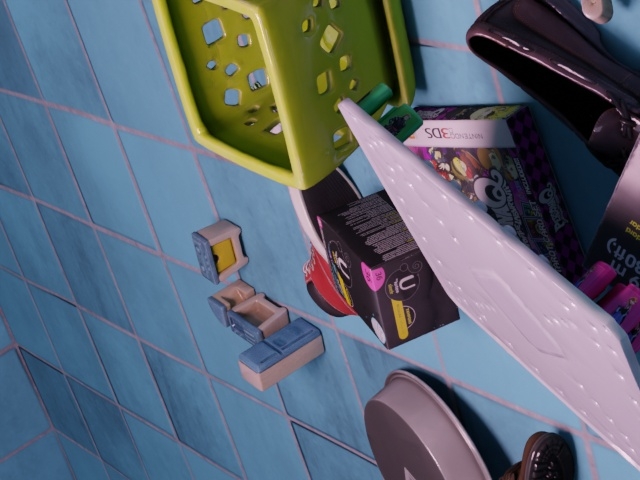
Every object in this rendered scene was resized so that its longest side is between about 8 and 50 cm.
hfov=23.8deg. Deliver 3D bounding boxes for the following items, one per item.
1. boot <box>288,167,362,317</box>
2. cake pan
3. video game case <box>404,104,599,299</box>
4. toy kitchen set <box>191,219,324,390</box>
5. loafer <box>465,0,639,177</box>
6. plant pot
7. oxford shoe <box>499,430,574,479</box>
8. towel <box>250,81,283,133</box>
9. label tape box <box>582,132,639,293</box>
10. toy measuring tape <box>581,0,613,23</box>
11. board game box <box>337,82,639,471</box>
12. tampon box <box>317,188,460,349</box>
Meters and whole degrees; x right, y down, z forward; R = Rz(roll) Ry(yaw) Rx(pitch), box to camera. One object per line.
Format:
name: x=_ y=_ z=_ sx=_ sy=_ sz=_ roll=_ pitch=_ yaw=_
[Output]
boot: x=0.000 y=0.000 z=2.015 sx=0.176 sy=0.088 sz=0.244 roll=-1 pitch=121 yaw=62
cake pan: x=0.149 y=0.318 z=2.076 sx=0.293 sy=0.054 sz=0.293 roll=52 pitch=159 yaw=30
video game case: x=0.193 y=-0.039 z=1.686 sx=0.210 sy=0.042 sz=0.232 roll=8 pitch=125 yaw=59
toy kitchen set: x=-0.115 y=0.091 z=2.262 sx=0.207 sy=0.122 sz=0.166 roll=30 pitch=142 yaw=43
loafer: x=0.259 y=-0.119 z=1.426 sx=0.302 sy=0.095 sz=0.109 roll=47 pitch=151 yaw=22
plant pot: x=-0.030 y=-0.220 z=1.691 sx=0.228 sy=0.207 sz=0.227 roll=26 pitch=140 yaw=47
oxford shoe: x=0.259 y=0.307 z=1.899 sx=0.096 sy=0.083 sz=0.227 roll=43 pitch=149 yaw=36
towel: x=-0.057 y=-0.126 z=2.044 sx=0.152 sy=0.023 sz=0.113 roll=50 pitch=152 yaw=16
label tape box: x=0.361 y=0.029 z=1.295 sx=0.240 sy=0.106 sz=0.333 roll=37 pitch=134 yaw=23
toy measuring tape: x=0.129 y=-0.289 z=1.441 sx=0.330 sy=0.121 sz=0.121 roll=49 pitch=152 yaw=19
board game box: x=0.208 y=0.056 z=1.473 sx=0.390 sy=0.050 sz=0.390 roll=44 pitch=172 yaw=38
tampon box: x=0.082 y=0.032 z=1.840 sx=0.161 sy=0.101 sz=0.120 roll=-133 pitch=24 yaw=-56
